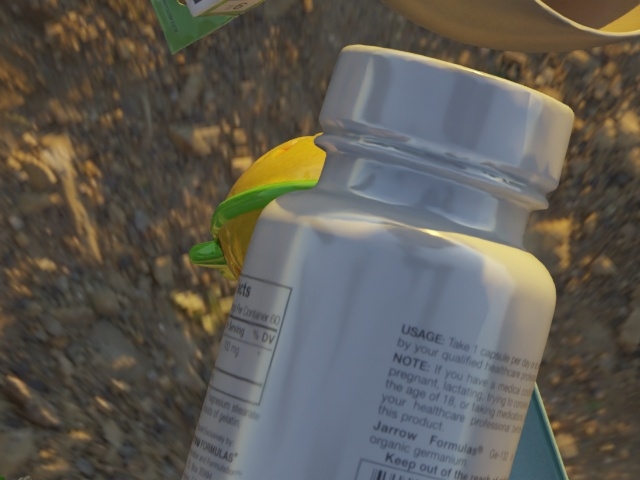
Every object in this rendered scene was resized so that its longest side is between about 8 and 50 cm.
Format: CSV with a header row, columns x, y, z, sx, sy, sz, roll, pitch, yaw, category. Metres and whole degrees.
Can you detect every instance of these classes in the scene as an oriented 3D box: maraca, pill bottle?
x,y,z,sx,sy,sz,roll,pitch,yaw,category
0.000,0.000,1.007,0.127,0.185,0.099,13,72,-18,maraca
0.026,0.043,0.792,0.131,0.131,0.229,16,89,2,pill bottle

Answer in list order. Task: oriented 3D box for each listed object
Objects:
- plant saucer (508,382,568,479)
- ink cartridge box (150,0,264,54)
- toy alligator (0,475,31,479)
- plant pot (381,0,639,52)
x,y,z,sx,sy,sz,roll,pitch,yaw,category
0.105,0.114,1.155,0.067,0.018,0.192,-19,66,7,plant saucer
-0.045,-0.200,1.114,0.209,0.062,0.109,-27,84,30,ink cartridge box
-0.196,0.124,0.970,0.051,0.190,0.056,-2,76,8,toy alligator
0.123,-0.258,1.422,0.284,0.191,0.284,14,68,-37,plant pot
